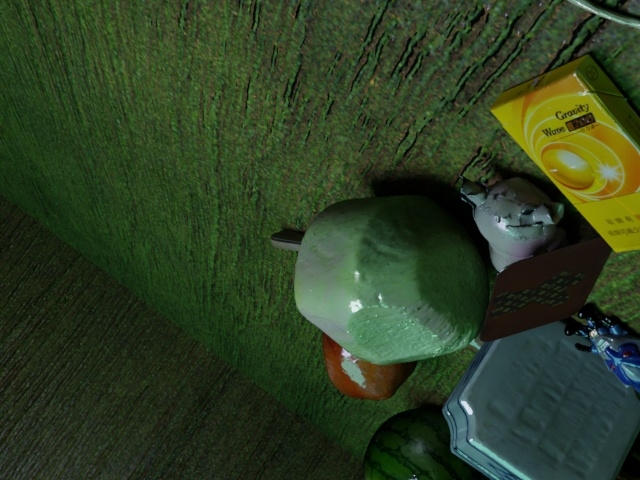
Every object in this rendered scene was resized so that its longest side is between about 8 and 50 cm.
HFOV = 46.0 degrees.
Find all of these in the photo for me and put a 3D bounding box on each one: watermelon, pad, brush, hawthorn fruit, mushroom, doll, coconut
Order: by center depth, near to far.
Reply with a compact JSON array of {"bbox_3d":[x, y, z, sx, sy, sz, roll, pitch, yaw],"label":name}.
[{"bbox_3d":[0.259,-0.251,0.775,0.286,0.026,0.028,29,139,24],"label":"mushroom"},{"bbox_3d":[0.279,-0.017,1.083,0.149,0.095,0.192,23,156,36],"label":"doll"},{"bbox_3d":[0.332,0.079,1.124,0.267,0.181,0.004,80,172,-59],"label":"pad"},{"bbox_3d":[0.483,0.181,1.194,0.195,0.070,0.096,38,126,9],"label":"doll"},{"bbox_3d":[0.111,0.065,1.256,0.328,0.281,0.328,4,174,0],"label":"coconut"},{"bbox_3d":[0.000,0.000,1.564,0.327,0.070,0.065,11,127,49],"label":"brush"},{"bbox_3d":[0.090,0.219,1.657,0.210,0.210,0.262,1,131,55],"label":"hawthorn fruit"},{"bbox_3d":[0.282,0.605,1.928,0.363,0.363,0.363,31,156,16],"label":"watermelon"}]

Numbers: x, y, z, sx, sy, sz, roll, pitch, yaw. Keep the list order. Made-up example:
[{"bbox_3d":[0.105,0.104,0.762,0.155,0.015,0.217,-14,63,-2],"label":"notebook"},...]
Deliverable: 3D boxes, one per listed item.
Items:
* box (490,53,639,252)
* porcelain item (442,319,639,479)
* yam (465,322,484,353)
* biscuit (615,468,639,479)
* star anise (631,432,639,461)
[{"bbox_3d":[0.343,-0.093,0.914,0.269,0.043,0.152,43,156,-14],"label":"box"},{"bbox_3d":[0.372,0.289,1.272,0.281,0.286,0.157,33,159,7],"label":"porcelain item"},{"bbox_3d":[0.264,0.163,1.469,0.317,0.067,0.071,32,-162,13],"label":"yam"},{"bbox_3d":[0.593,0.518,1.575,0.381,0.074,0.359,17,164,6],"label":"biscuit"},{"bbox_3d":[0.614,0.356,1.225,0.237,0.148,0.346,21,161,30],"label":"star anise"}]
